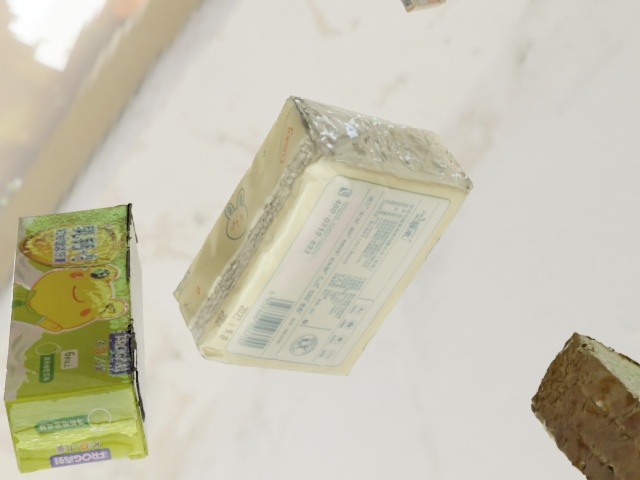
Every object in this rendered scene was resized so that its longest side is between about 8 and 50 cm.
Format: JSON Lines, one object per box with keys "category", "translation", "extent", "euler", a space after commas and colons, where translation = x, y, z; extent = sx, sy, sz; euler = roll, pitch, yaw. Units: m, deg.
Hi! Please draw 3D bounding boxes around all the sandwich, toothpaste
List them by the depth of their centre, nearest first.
{"category": "sandwich", "translation": [0.250, 0.145, 1.120], "extent": [0.065, 0.214, 0.186], "euler": [-62, -156, 12]}
{"category": "toothpaste", "translation": [-0.210, 0.077, 1.609], "extent": [0.327, 0.110, 0.077], "euler": [-103, -176, -61]}

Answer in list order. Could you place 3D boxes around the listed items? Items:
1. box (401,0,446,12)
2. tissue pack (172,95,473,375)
{"category": "box", "translation": [0.080, -0.216, 1.559], "extent": [0.012, 0.046, 0.083], "euler": [-29, 178, 24]}
{"category": "tissue pack", "translation": [0.000, 0.000, 1.366], "extent": [0.196, 0.148, 0.092], "euler": [-56, -139, 28]}
